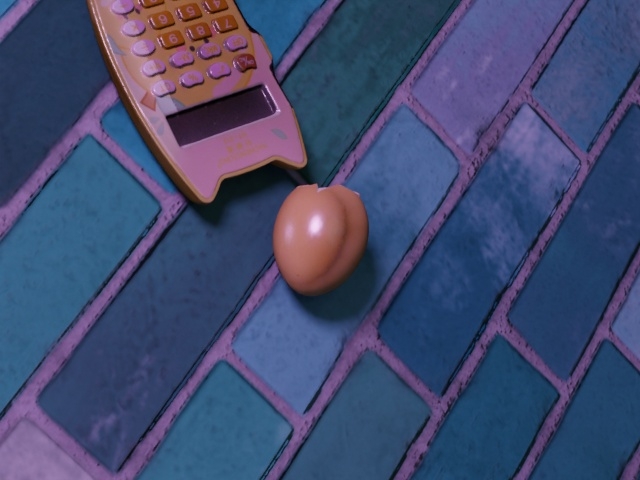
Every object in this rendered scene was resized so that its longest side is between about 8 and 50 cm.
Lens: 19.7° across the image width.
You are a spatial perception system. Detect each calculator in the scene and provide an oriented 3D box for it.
[{"bbox_3d":[-0.110,-0.148,1.544,0.157,0.033,0.237,-22,85,-38],"label":"calculator"}]

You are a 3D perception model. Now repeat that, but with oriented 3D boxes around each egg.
[{"bbox_3d":[0.000,0.000,1.537,0.080,0.080,0.096,21,59,-29],"label":"egg"}]
